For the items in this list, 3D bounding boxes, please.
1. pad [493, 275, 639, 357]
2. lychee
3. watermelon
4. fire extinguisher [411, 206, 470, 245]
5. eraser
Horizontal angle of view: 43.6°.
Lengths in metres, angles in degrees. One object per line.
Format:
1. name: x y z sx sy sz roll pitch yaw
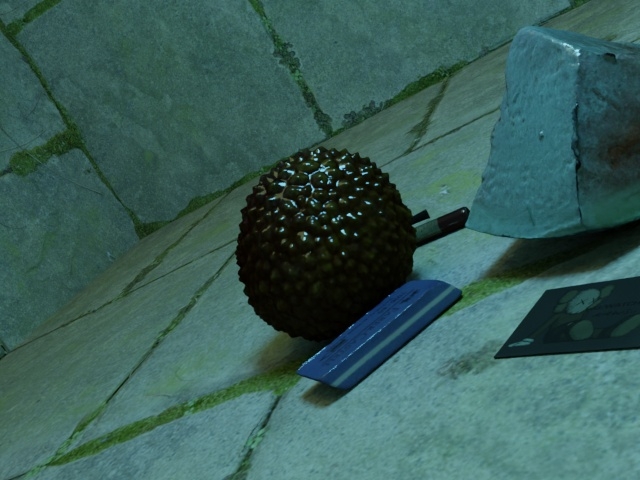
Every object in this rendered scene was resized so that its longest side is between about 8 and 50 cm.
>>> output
1. pad: 0.275 0.072 0.791 0.190 0.004 0.127 -15 20 50
2. lychee: 0.000 0.000 1.133 0.267 0.267 0.267 -29 13 7
3. watermelon: 0.323 -0.153 0.959 0.387 0.258 0.228 -34 11 1
4. fire extinguisher: 0.159 -0.018 1.293 0.173 0.049 0.035 -25 22 27
5. eraser: 0.075 0.115 1.005 0.225 0.036 0.082 -36 12 -21
